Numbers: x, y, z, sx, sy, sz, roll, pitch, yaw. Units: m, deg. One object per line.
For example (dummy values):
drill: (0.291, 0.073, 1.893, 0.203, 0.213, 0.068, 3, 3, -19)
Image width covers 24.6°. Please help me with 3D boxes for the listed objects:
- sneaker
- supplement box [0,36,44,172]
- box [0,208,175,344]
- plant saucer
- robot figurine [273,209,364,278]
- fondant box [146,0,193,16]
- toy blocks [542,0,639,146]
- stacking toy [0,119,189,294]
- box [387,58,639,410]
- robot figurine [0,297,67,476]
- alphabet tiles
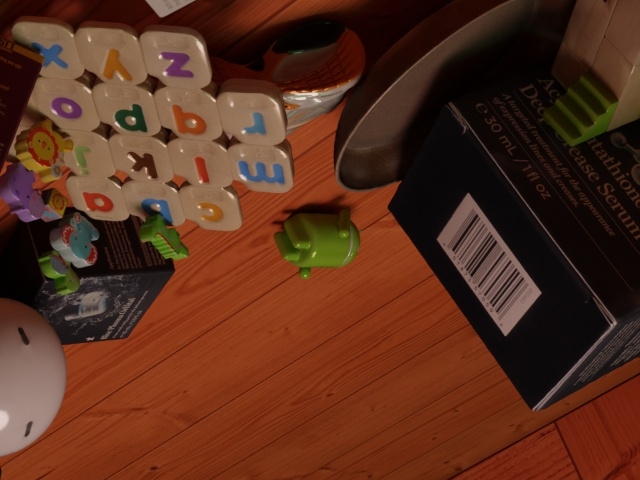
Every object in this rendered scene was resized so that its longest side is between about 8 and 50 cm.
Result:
sneaker: (-0.083, -0.126, 1.443, 0.262, 0.099, 0.121, -15, 159, -13)
supplement box: (-0.305, -0.074, 1.222, 0.081, 0.188, 0.104, 23, 143, -15)
box: (-0.269, 0.042, 1.626, 0.158, 0.093, 0.156, -4, 149, -33)
plant saucer: (0.130, -0.167, 1.520, 0.310, 0.050, 0.310, -34, 163, -12)
robot figurine: (0.000, 0.000, 1.796, 0.115, 0.067, 0.101, 2, 140, -42)
fondant box: (-0.036, -0.324, 1.078, 0.330, 0.096, 0.238, -27, 155, 8)
toy blocks: (0.404, -0.273, 1.485, 0.381, 0.191, 0.261, -23, 149, -26)
stacking toy: (-0.259, -0.020, 1.409, 0.167, 0.052, 0.221, -15, 138, 34)
box: (0.332, -0.045, 1.628, 0.395, 0.293, 0.212, -24, 158, -30)
robot figurine: (-0.395, 0.136, 1.534, 0.278, 0.173, 0.209, 4, 144, 38)
alphabet tiles: (-0.167, -0.102, 1.325, 0.284, 0.021, 0.278, 5, 145, 10)
